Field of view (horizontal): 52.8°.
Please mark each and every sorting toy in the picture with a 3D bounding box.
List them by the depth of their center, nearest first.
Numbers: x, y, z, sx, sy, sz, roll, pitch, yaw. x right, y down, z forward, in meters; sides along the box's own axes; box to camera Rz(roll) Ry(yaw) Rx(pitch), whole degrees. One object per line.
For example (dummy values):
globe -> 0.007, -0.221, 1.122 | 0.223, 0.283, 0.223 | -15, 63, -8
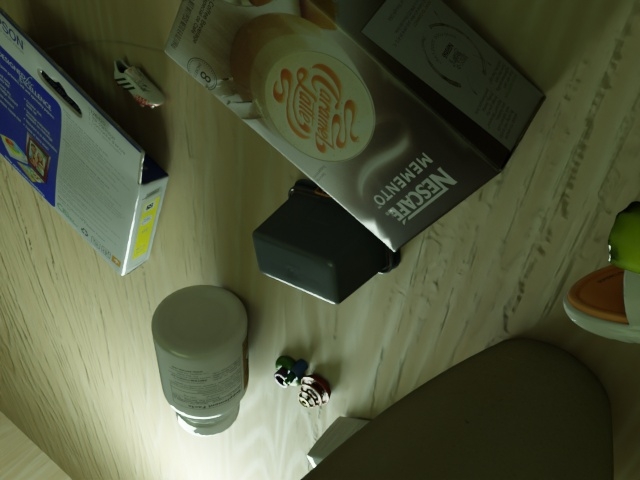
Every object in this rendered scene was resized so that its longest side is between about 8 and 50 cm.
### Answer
sorting toy -> -0.034, 0.200, 0.899 | 0.102, 0.042, 0.061 | 21, 134, 32

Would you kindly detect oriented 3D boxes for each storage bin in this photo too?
storage bin -> 0.000, 0.000, 0.654 | 0.135, 0.091, 0.098 | 20, 134, 32

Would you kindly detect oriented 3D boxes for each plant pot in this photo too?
plant pot -> 0.136, 0.217, 0.551 | 0.256, 0.274, 0.256 | 25, 136, 27

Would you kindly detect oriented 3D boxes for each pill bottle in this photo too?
pill bottle -> -0.171, 0.185, 0.950 | 0.131, 0.131, 0.229 | 30, 139, 24

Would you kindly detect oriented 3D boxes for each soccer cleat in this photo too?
soccer cleat -> -0.216, -0.186, 0.762 | 0.083, 0.029, 0.035 | 36, 145, 24

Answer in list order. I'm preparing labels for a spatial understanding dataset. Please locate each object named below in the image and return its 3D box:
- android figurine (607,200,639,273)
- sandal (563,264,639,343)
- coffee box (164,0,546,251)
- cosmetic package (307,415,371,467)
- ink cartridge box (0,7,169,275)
android figurine -> 0.275, -0.009, 0.278 | 0.273, 0.056, 0.248 | 20, 93, 50
sandal -> 0.280, 0.010, 0.385 | 0.265, 0.102, 0.076 | -4, 114, 41
coffee box -> 0.021, -0.127, 0.487 | 0.246, 0.098, 0.141 | 40, 144, -4
cosmetic package -> 0.102, 0.302, 0.818 | 0.231, 0.085, 0.117 | -7, 116, 46
ink cartridge box -> -0.343, -0.138, 0.902 | 0.303, 0.072, 0.307 | 44, 140, 9
